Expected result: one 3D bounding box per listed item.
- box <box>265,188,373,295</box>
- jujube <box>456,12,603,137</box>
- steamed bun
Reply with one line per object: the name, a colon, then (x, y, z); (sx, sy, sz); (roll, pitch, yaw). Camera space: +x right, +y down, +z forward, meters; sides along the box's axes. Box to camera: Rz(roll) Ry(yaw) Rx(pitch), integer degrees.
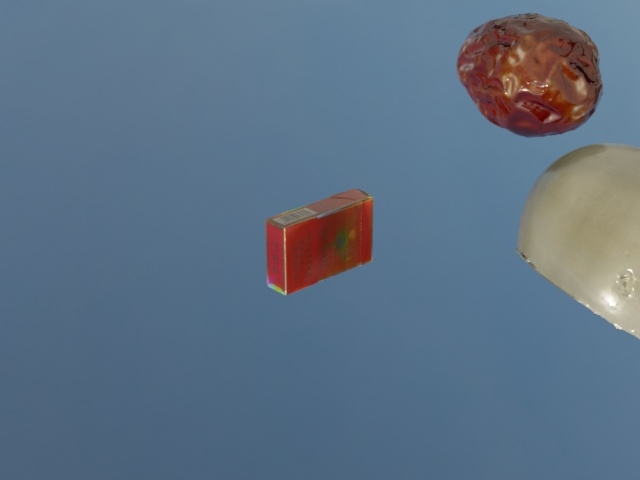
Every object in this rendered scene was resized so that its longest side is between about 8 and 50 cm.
box: (-0.001, 0.000, 1.721); (0.175, 0.112, 0.048); (-19, -150, -37)
jujube: (0.287, -0.229, 1.619); (0.174, 0.174, 0.250); (2, -168, -24)
steamed bun: (0.403, 0.005, 1.439); (0.324, 0.206, 0.324); (34, -173, -5)
